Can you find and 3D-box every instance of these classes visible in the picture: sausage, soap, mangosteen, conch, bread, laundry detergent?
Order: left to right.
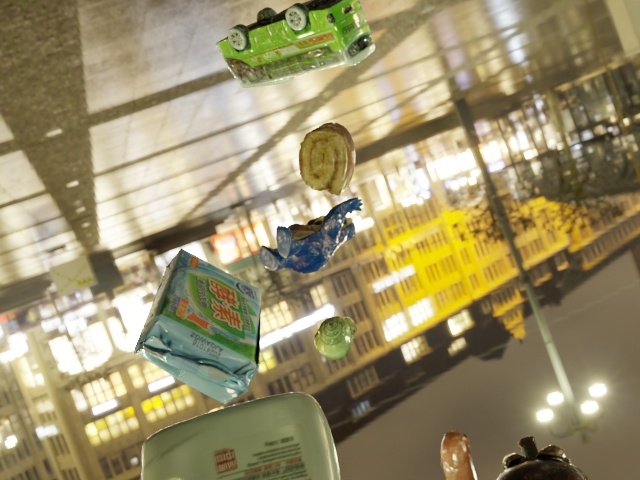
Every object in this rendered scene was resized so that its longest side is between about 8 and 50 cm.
[{"bbox_3d":[-0.161,0.113,1.147,0.077,0.156,0.293,-56,-165,18],"label":"soap"},{"bbox_3d":[-0.078,0.416,1.061,0.264,0.398,0.125,-13,154,-5],"label":"laundry detergent"},{"bbox_3d":[0.015,-0.159,1.595,0.103,0.132,0.172,3,-168,8],"label":"bread"},{"bbox_3d":[0.034,0.200,1.706,0.095,0.079,0.201,-43,170,0],"label":"conch"},{"bbox_3d":[0.306,0.518,1.754,0.078,0.304,0.078,-13,-144,10],"label":"sausage"},{"bbox_3d":[0.453,0.527,1.712,0.228,0.265,0.228,0,142,0],"label":"mangosteen"}]

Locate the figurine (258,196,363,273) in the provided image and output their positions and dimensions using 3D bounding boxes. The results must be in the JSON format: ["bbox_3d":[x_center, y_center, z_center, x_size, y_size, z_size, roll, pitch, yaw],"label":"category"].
[{"bbox_3d":[-0.008,0.004,1.860,0.262,0.121,0.164,-24,173,-31],"label":"figurine"}]

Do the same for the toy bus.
[{"bbox_3d":[-0.014,-0.102,0.423,0.083,0.037,0.031,-4,-150,43],"label":"toy bus"}]
